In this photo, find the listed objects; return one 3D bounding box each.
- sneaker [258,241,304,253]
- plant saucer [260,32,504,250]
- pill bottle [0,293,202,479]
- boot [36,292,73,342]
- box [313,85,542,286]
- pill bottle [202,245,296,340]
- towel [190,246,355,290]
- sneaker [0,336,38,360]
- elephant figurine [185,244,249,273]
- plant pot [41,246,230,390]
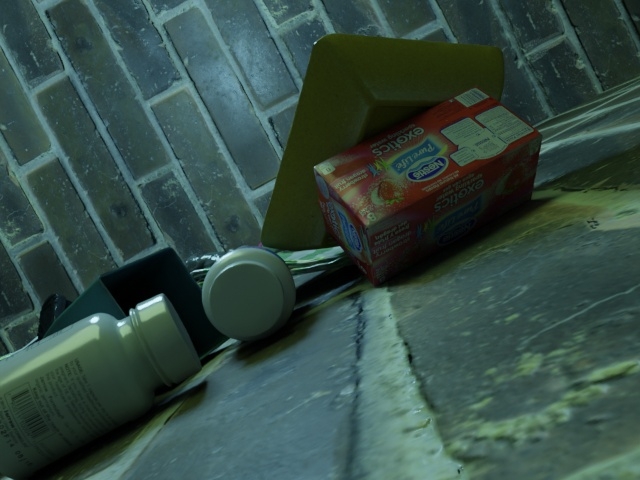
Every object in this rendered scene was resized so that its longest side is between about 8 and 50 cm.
[{"bbox_3d":[0.000,0.000,1.309,0.253,0.111,0.103,-16,2,-10],"label":"sneaker"},{"bbox_3d":[0.106,-0.113,0.914,0.333,0.081,0.332,-8,-46,-33],"label":"plant saucer"},{"bbox_3d":[-0.260,0.157,0.724,0.229,0.131,0.131,-27,2,-10],"label":"pill bottle"},{"bbox_3d":[-0.496,0.241,1.362,0.094,0.207,0.246,-40,41,23],"label":"boot"},{"bbox_3d":[0.135,-0.071,0.810,0.257,0.128,0.122,-28,-39,-14],"label":"box"},{"bbox_3d":[-0.095,0.070,0.871,0.124,0.124,0.221,-28,2,-4],"label":"pill bottle"},{"bbox_3d":[-0.047,0.031,1.127,0.325,0.038,0.248,-11,3,18],"label":"towel"},{"bbox_3d":[-0.695,0.296,1.536,0.235,0.084,0.097,-30,26,-30],"label":"sneaker"},{"bbox_3d":[-0.213,0.091,1.577,0.186,0.169,0.239,8,6,32],"label":"elephant figurine"},{"bbox_3d":[-0.294,0.154,0.931,0.234,0.165,0.166,-35,-1,25],"label":"plant pot"}]
